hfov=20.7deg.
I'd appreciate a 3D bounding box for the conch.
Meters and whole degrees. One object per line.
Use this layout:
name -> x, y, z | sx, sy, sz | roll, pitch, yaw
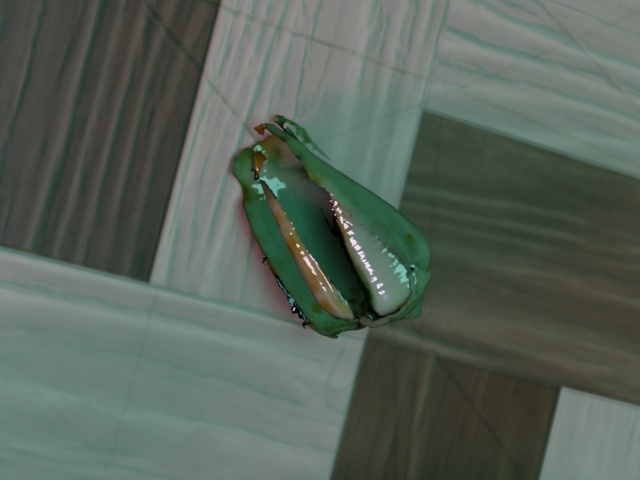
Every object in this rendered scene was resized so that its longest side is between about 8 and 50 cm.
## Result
conch -> 0.000, 0.000, 1.183 | 0.170, 0.079, 0.106 | 45, 69, -4
